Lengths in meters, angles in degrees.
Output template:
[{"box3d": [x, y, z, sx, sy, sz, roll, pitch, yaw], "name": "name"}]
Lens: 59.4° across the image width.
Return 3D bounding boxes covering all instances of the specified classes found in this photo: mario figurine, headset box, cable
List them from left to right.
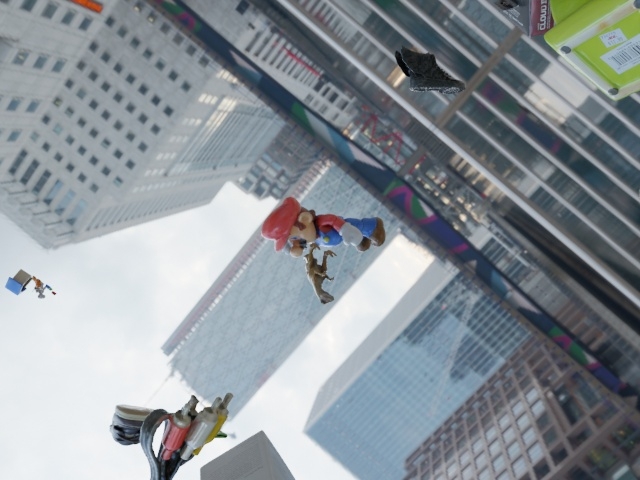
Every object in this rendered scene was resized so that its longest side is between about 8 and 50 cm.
[{"box3d": [-0.237, 0.366, 0.886, 0.072, 0.287, 0.139, 26, -170, 35], "name": "cable"}, {"box3d": [0.000, 0.000, 1.460, 0.320, 0.198, 0.170, 5, -138, -22], "name": "mario figurine"}, {"box3d": [0.531, -0.544, 1.214, 0.218, 0.293, 0.110, -96, -6, -55], "name": "headset box"}]

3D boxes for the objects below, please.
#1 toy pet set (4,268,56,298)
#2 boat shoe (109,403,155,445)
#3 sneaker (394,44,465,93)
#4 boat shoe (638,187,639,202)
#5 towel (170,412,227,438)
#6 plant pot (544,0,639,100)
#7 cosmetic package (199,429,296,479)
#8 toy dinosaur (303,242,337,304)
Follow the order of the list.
[{"box3d": [-0.814, 0.135, 1.568, 0.114, 0.065, 0.122, 34, 158, -4], "name": "toy pet set"}, {"box3d": [-0.453, 0.443, 1.342, 0.102, 0.093, 0.285, 16, 159, -19], "name": "boat shoe"}, {"box3d": [0.245, -0.375, 1.236, 0.170, 0.089, 0.051, -4, 178, -22], "name": "sneaker"}, {"box3d": [0.505, -0.099, 0.568, 0.120, 0.323, 0.123, -47, -64, -42], "name": "boat shoe"}, {"box3d": [-0.325, 0.476, 1.448, 0.152, 0.023, 0.113, 10, 176, 43], "name": "towel"}, {"box3d": [0.530, -0.383, 0.940, 0.227, 0.207, 0.228, 32, 155, -18], "name": "plant pot"}, {"box3d": [-0.128, 0.502, 1.073, 0.151, 0.151, 0.184, 61, 176, -17], "name": "cosmetic package"}, {"box3d": [-0.017, 0.058, 1.285, 0.064, 0.112, 0.212, 12, -151, -22], "name": "toy dinosaur"}]
